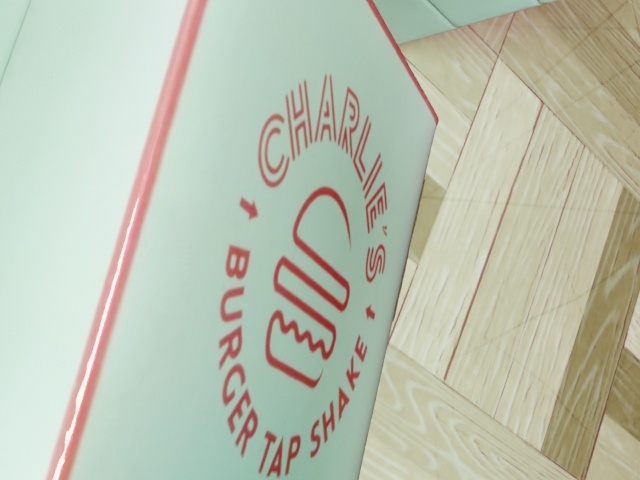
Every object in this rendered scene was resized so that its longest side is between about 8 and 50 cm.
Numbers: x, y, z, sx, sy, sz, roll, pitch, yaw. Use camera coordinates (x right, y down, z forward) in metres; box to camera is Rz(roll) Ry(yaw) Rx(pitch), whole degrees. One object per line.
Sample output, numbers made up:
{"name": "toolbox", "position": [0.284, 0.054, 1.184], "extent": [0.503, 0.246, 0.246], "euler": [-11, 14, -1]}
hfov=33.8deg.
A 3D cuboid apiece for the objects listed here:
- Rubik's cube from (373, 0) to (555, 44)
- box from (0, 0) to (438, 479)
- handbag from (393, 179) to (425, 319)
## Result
{"name": "Rubik's cube", "position": [0.103, -0.376, 0.850], "extent": [0.291, 0.290, 0.292], "euler": [37, 64, -32]}
{"name": "box", "position": [-0.137, -0.001, 0.559], "extent": [0.314, 0.299, 0.312], "euler": [43, 57, -63]}
{"name": "handbag", "position": [0.000, 0.000, 0.832], "extent": [0.072, 0.151, 0.194], "euler": [24, 70, -40]}
